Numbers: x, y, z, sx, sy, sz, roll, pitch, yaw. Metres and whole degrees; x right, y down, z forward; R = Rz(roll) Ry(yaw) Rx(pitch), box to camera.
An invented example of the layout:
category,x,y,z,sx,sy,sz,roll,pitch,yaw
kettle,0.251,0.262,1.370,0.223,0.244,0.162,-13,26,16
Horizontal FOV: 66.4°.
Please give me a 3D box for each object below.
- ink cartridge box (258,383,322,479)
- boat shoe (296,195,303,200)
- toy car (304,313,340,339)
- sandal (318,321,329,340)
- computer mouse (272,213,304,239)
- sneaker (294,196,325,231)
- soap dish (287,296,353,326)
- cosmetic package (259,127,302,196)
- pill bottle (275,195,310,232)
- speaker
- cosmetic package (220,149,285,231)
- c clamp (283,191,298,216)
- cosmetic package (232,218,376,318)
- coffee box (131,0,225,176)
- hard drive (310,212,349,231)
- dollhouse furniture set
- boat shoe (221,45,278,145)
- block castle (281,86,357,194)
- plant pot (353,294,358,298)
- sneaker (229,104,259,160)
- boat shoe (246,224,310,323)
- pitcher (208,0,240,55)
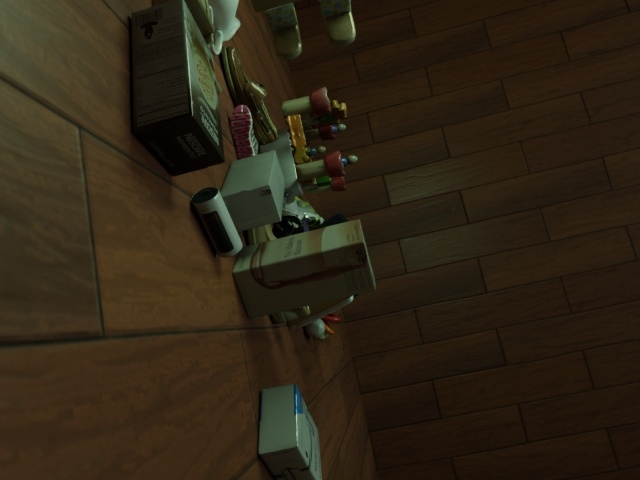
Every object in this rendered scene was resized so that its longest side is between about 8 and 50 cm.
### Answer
category,x,y,z,sx,sy,sz,roll,pitch,yaw
ink cartridge box,-0.062,0.433,1.056,0.148,0.086,0.203,-96,171,-50
boat shoe,-0.116,-0.186,2.000,0.206,0.075,0.064,48,33,-69
toy car,0.005,0.271,1.819,0.159,0.136,0.181,-12,89,-84
sandal,-0.002,0.350,2.001,0.180,0.072,0.049,-102,-163,-58
computer mouse,-0.111,0.036,1.406,0.189,0.072,0.272,26,-43,40
sneaker,-0.069,-0.094,1.950,0.147,0.145,0.384,59,-5,7
soap dish,-0.016,0.127,1.590,0.118,0.229,0.290,56,14,-25
cosmetic package,-0.142,-0.267,1.723,0.085,0.118,0.231,63,17,-72
pill bottle,-0.099,-0.052,1.690,0.108,0.108,0.193,-94,170,-57
speaker,-0.198,-0.035,0.944,0.055,0.055,0.136,-95,171,-53
cosmetic package,-0.159,-0.124,1.182,0.238,0.127,0.107,-91,166,-58
c clamp,-0.136,-0.137,1.587,0.022,0.137,0.160,-57,-163,23
cosmetic package,-0.034,0.062,1.126,0.153,0.296,0.129,-93,168,-67
coffee box,-0.239,-0.254,0.822,0.141,0.098,0.246,63,15,-66
hard drive,0.000,0.000,1.801,0.054,0.255,0.172,53,4,-22
dollhouse furniture set,-0.123,-0.487,0.997,0.362,0.395,0.256,59,19,-72
boat shoe,-0.211,-0.441,1.488,0.110,0.105,0.307,-90,166,-66
block castle,0.012,-0.340,1.753,0.453,0.213,0.302,19,59,-86
plant pot,0.040,0.107,2.057,0.255,0.272,0.271,63,-2,29
sneaker,-0.211,-0.292,1.377,0.075,0.063,0.170,-46,128,-83
boat shoe,-0.112,0.055,1.306,0.121,0.110,0.341,-86,162,-71
pitcher,-0.274,-0.609,1.269,0.207,0.126,0.177,90,6,-64
